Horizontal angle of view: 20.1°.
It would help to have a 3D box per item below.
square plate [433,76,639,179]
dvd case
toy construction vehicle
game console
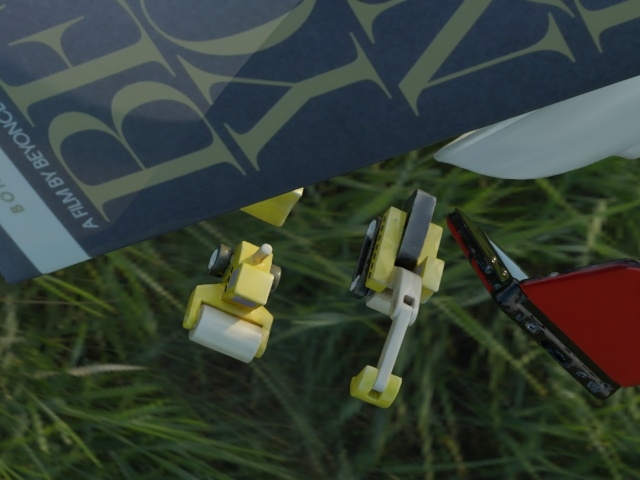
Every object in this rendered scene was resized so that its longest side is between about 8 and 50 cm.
[{"bbox_3d":[0.259,-0.131,0.755,0.347,0.344,0.049,-31,93,-54],"label":"square plate"},{"bbox_3d":[-0.003,-0.079,0.300,0.221,0.018,0.164,-17,130,20],"label":"dvd case"},{"bbox_3d":[0.000,0.000,0.602,0.086,0.035,0.098,26,54,-11],"label":"toy construction vehicle"},{"bbox_3d":[0.161,0.030,1.088,0.085,0.124,0.144,-38,135,10],"label":"game console"}]
